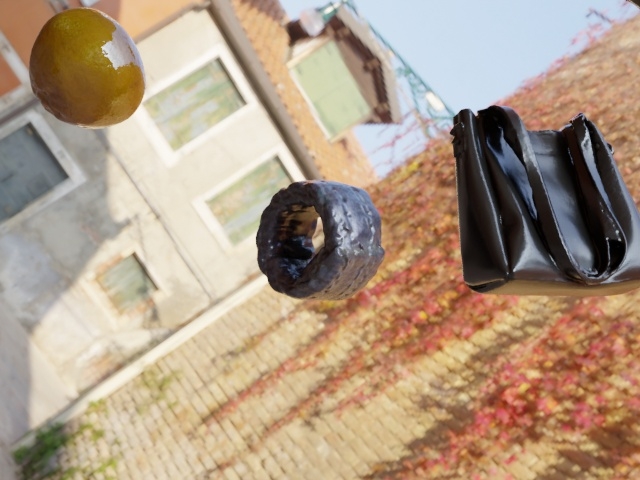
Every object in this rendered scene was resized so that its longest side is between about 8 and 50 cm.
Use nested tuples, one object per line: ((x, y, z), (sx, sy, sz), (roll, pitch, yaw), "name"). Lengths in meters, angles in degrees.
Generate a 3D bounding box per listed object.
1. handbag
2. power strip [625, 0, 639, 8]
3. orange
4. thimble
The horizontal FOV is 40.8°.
((0.302, -0.051, 1.119), (0.113, 0.285, 0.257), (-39, -124, 55), "handbag")
((0.572, -0.424, 1.305), (0.064, 0.213, 0.198), (21, 28, -25), "power strip")
((-0.304, -0.217, 1.112), (0.159, 0.136, 0.159), (37, -28, 24), "orange")
((-0.002, 0.001, 1.060), (0.098, 0.150, 0.150), (4, 35, -49), "thimble")
